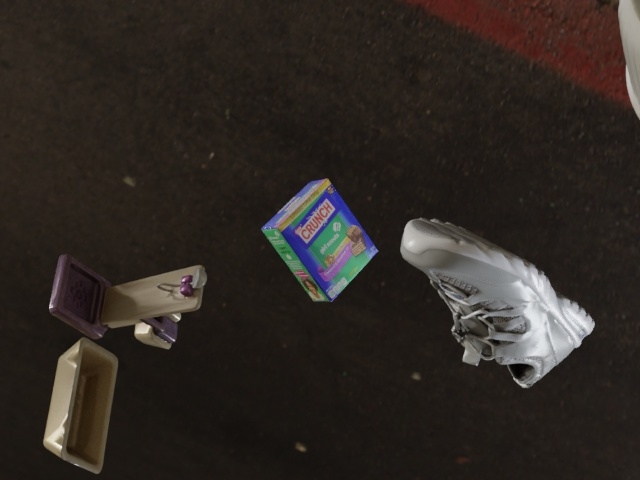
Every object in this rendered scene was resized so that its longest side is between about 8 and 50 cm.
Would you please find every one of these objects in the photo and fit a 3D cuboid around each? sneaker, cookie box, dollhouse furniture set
[{"bbox_3d":[0.172,0.073,0.922,0.281,0.115,0.105,33,180,-36],"label":"sneaker"},{"bbox_3d":[0.000,0.000,1.036,0.107,0.092,0.040,54,150,-17],"label":"cookie box"},{"bbox_3d":[-0.089,0.069,0.496,0.081,0.114,0.091,-12,147,23],"label":"dollhouse furniture set"}]

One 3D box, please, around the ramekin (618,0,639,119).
[{"bbox_3d":[0.304,-0.156,0.629,0.207,0.207,0.109,-9,147,29],"label":"ramekin"}]
